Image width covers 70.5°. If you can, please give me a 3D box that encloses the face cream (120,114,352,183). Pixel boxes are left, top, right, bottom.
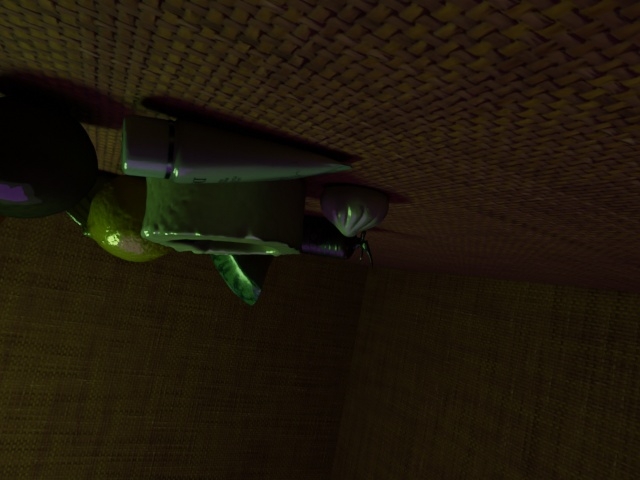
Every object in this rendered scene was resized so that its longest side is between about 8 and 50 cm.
[{"bbox_3d":[-0.121,-0.123,0.664,0.315,0.089,0.143,1,180,-25],"label":"face cream"}]

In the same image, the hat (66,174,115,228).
[{"bbox_3d":[-0.620,-0.130,1.303,0.110,0.251,0.252,-34,165,8],"label":"hat"}]

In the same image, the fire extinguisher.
[{"bbox_3d":[0.000,0.000,1.389,0.338,0.135,0.114,8,-161,18],"label":"fire extinguisher"}]

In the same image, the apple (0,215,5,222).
[{"bbox_3d":[-0.802,-0.126,0.940,0.286,0.285,0.233,9,175,19],"label":"apple"}]

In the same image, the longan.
[{"bbox_3d":[-0.441,-0.123,0.678,0.198,0.197,0.212,14,166,-30],"label":"longan"}]

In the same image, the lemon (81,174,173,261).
[{"bbox_3d":[-0.468,-0.056,1.189,0.229,0.228,0.254,7,177,33],"label":"lemon"}]

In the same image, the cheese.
[{"bbox_3d":[-0.177,-0.055,0.908,0.293,0.152,0.332,1,171,13],"label":"cheese"}]

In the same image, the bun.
[{"bbox_3d":[0.065,-0.053,0.900,0.139,0.094,0.138,7,175,1],"label":"bun"}]

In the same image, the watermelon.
[{"bbox_3d":[-0.200,0.046,1.304,0.201,0.261,0.213,-26,-179,-18],"label":"watermelon"}]
